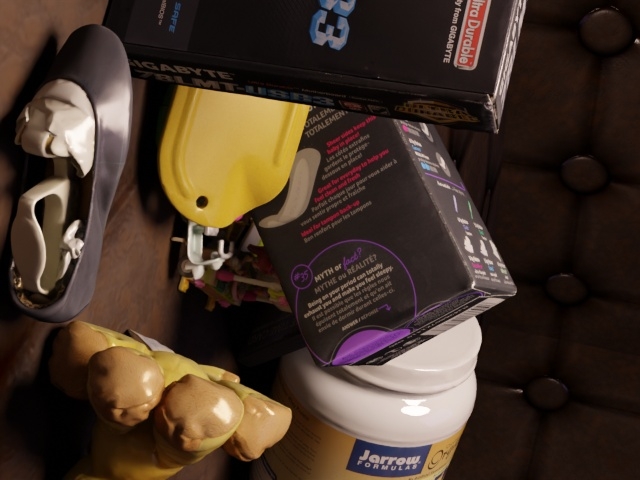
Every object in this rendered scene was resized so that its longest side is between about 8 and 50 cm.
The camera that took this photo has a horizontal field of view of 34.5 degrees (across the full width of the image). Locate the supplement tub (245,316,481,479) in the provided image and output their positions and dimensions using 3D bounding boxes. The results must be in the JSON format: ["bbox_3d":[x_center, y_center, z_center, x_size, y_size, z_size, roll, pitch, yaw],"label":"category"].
[{"bbox_3d":[0.049,0.209,1.212,0.228,0.228,0.316,-53,162,-57],"label":"supplement tub"}]

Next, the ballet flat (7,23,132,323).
[{"bbox_3d":[-0.169,-0.041,0.675,0.074,0.074,0.203,-18,120,-72],"label":"ballet flat"}]

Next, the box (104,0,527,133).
[{"bbox_3d":[0.016,-0.244,0.763,0.073,0.293,0.296,45,58,-70],"label":"box"}]

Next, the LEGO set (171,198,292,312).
[{"bbox_3d":[-0.049,0.015,1.053,0.287,0.107,0.132,-17,117,-72],"label":"LEGO set"}]

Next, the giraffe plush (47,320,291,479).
[{"bbox_3d":[-0.146,0.168,0.792,0.170,0.181,0.210,-67,-162,-4],"label":"giraffe plush"}]

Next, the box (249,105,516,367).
[{"bbox_3d":[0.038,-0.036,0.953,0.143,0.165,0.270,12,52,-65],"label":"box"}]

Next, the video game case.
[{"bbox_3d":[0.000,0.000,1.152,0.196,0.026,0.274,-29,-142,56],"label":"video game case"}]

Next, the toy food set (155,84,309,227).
[{"bbox_3d":[-0.079,-0.123,0.887,0.128,0.071,0.218,14,97,-35],"label":"toy food set"}]
